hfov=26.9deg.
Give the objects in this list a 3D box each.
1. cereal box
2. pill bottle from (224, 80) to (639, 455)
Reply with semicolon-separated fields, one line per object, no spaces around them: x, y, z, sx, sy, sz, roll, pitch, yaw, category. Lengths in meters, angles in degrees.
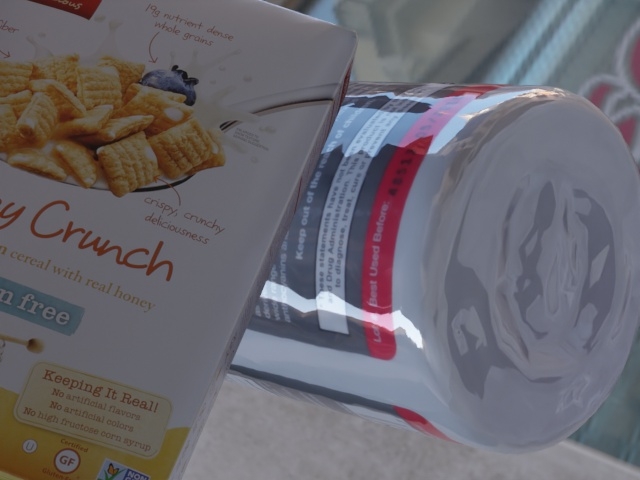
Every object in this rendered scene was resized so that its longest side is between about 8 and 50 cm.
-0.102;-0.014;0.544;0.047;0.173;0.240;102;-172;-60;cereal box
0.000;0.000;0.730;0.176;0.319;0.176;-8;-79;-44;pill bottle
